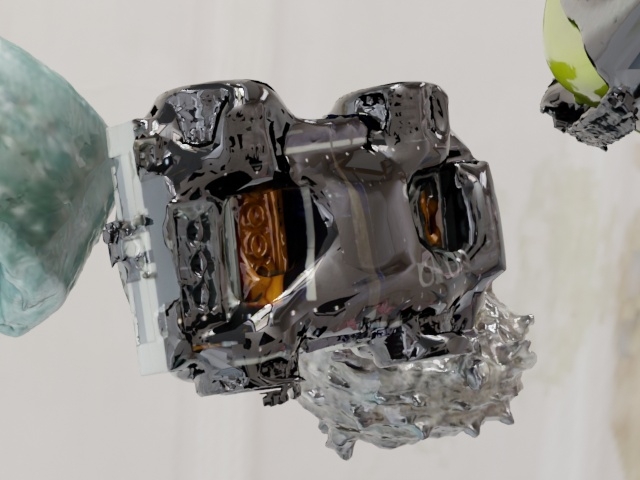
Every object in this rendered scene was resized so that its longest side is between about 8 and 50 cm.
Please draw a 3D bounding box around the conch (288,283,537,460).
[{"bbox_3d":[0.069,0.088,1.686,0.240,0.313,0.186,-38,-63,-33],"label":"conch"}]

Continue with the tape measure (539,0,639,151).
[{"bbox_3d":[0.147,-0.102,0.561,0.112,0.199,0.186,28,-134,-10],"label":"tape measure"}]

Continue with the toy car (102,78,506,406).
[{"bbox_3d":[0.000,0.000,1.129,0.301,0.118,0.193,-6,-96,-46],"label":"toy car"}]

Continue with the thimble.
[{"bbox_3d":[-0.257,-0.047,1.223,0.235,0.198,0.143,37,-122,-22],"label":"thimble"}]
